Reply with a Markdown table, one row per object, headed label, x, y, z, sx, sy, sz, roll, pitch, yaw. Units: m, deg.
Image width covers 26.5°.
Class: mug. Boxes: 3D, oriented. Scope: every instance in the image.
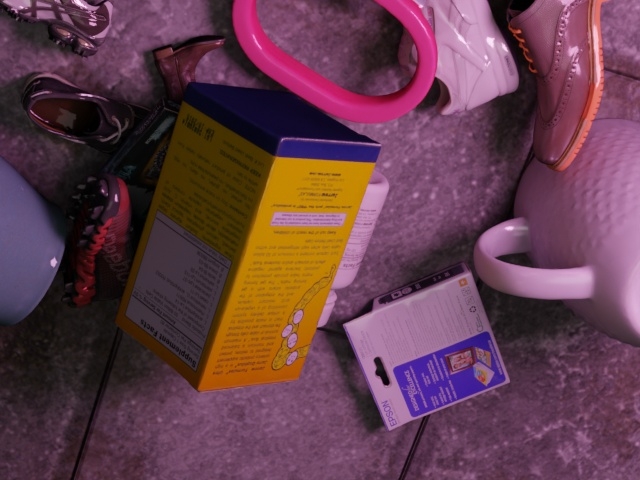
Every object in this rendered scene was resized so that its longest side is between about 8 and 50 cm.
| label | x | y | z | sx | sy | sz | roll | pitch | yaw |
| --- | --- | --- | --- | --- | --- | --- | --- | --- | --- |
| mug | 0.398 | 0.011 | 1.889 | 0.374 | 0.328 | 0.276 | -7 | 112 | -6 |

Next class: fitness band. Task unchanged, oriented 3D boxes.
| label | x | y | z | sx | sy | sz | roll | pitch | yaw |
| --- | --- | --- | --- | --- | --- | --- | --- | --- | --- |
| fitness band | 0.021 | -0.276 | 1.817 | 0.291 | 0.054 | 0.209 | 32 | 123 | -6 |

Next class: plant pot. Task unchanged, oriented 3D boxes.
| label | x | y | z | sx | sy | sz | roll | pitch | yaw |
| --- | --- | --- | --- | --- | --- | --- | --- | --- | --- |
| plant pot | -0.487 | -0.013 | 1.789 | 0.255 | 0.271 | 0.271 | 28 | 105 | -34 |

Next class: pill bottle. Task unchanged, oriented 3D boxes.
| label | x | y | z | sx | sy | sz | roll | pitch | yaw |
| --- | --- | --- | --- | --- | --- | --- | --- | --- | --- |
| pill bottle | 0.000 | 0.000 | 1.928 | 0.131 | 0.131 | 0.229 | 16 | 108 | -15 |

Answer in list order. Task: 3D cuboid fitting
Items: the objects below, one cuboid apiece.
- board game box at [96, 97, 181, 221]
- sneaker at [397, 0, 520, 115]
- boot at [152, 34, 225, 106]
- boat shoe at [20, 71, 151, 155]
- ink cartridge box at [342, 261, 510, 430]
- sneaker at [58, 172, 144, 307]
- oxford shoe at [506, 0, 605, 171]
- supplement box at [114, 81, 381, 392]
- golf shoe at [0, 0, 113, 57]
| label | x | y | z | sx | sy | sz | roll | pitch | yaw |
| --- | --- | --- | --- | --- | --- | --- | --- | --- | --- |
| board game box | -0.219 | -0.104 | 1.861 | 0.126 | 0.026 | 0.186 | 24 | 123 | -37 |
| sneaker | 0.157 | -0.303 | 1.840 | 0.152 | 0.114 | 0.305 | -28 | 113 | 2 |
| boot | -0.167 | -0.218 | 1.864 | 0.106 | 0.037 | 0.114 | -12 | 110 | 10 |
| boat shoe | -0.293 | -0.153 | 1.849 | 0.233 | 0.079 | 0.084 | 21 | 105 | -20 |
| ink cartridge box | 0.159 | 0.163 | 2.065 | 0.208 | 0.045 | 0.206 | -22 | 114 | -1 |
| sneaker | -0.279 | -0.003 | 1.858 | 0.135 | 0.097 | 0.276 | -3 | 148 | -19 |
| oxford shoe | 0.308 | -0.270 | 1.836 | 0.133 | 0.130 | 0.363 | 0 | 109 | -11 |
| supplement box | -0.099 | -0.005 | 1.797 | 0.195 | 0.194 | 0.356 | 0 | 116 | -47 |
| golf shoe | -0.365 | -0.320 | 1.780 | 0.198 | 0.077 | 0.094 | 28 | 94 | -25 |
